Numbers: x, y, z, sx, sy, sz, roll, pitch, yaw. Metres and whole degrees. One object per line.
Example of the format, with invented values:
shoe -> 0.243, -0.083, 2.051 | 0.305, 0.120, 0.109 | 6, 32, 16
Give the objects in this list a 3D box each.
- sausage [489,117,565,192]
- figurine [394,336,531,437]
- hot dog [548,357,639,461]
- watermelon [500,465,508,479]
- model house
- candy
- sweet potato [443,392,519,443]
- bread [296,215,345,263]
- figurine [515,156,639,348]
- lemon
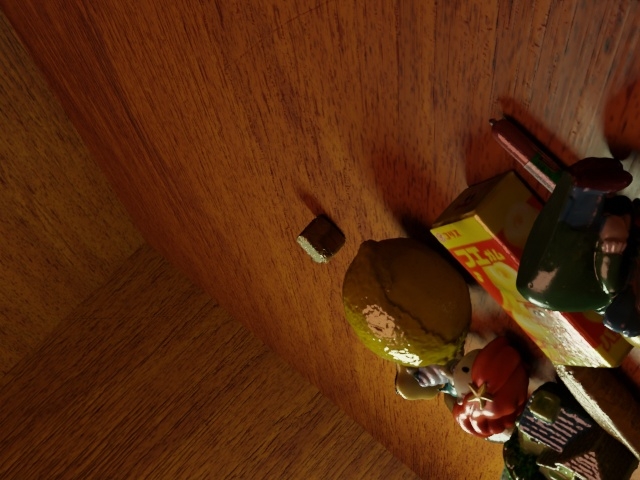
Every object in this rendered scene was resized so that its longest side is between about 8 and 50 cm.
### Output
sausage -> 0.277, -0.064, 0.969 | 0.223, 0.029, 0.029 | 43, 164, 4
figurine -> 0.281, 0.257, 1.543 | 0.257, 0.181, 0.208 | 14, 107, 57
hot dog -> 0.425, 0.229, 1.266 | 0.289, 0.068, 0.083 | 50, 178, -8
watermelon -> 0.491, 0.515, 1.749 | 0.241, 0.154, 0.094 | 19, 153, 29
model house -> 0.409, 0.344, 1.407 | 0.214, 0.195, 0.189 | 32, 152, 30
candy -> 0.286, 0.045, 1.117 | 0.276, 0.088, 0.146 | 45, 165, -5
sweet potato -> 0.361, 0.354, 1.676 | 0.109, 0.109, 0.385 | 51, 162, -23
bread -> 0.002, -0.001, 1.720 | 0.083, 0.070, 0.077 | 45, 165, -8
figurine -> 0.344, 0.023, 0.902 | 0.234, 0.185, 0.127 | 19, -167, 0
lemon -> 0.145, 0.105, 1.410 | 0.260, 0.204, 0.204 | 48, 163, -15
